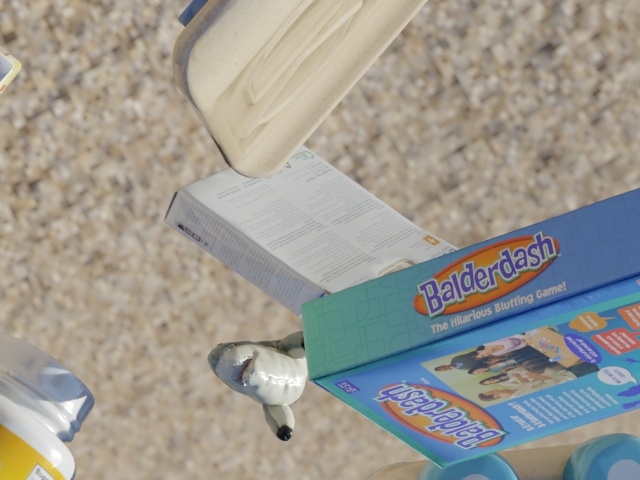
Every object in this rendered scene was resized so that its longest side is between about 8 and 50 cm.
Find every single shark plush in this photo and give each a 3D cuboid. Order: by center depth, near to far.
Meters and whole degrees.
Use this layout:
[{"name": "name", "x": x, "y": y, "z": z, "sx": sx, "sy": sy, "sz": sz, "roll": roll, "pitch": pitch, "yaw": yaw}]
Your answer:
[{"name": "shark plush", "x": -0.040, "y": 0.078, "z": 1.319, "sx": 0.161, "sy": 0.067, "sz": 0.073, "roll": -79, "pitch": -175, "yaw": -77}]

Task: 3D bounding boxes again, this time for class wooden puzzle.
[{"name": "wooden puzzle", "x": 0.011, "y": -0.208, "z": 1.400, "sx": 0.322, "sy": 0.080, "sz": 0.348, "roll": -50, "pitch": 170, "yaw": -3}]

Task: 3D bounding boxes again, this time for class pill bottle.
[{"name": "pill bottle", "x": -0.239, "y": 0.170, "z": 1.251, "sx": 0.215, "sy": 0.117, "sz": 0.117, "roll": -57, "pitch": 166, "yaw": -21}]

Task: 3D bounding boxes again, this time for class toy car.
[{"name": "toy car", "x": 0.143, "y": 0.271, "z": 1.408, "sx": 0.210, "sy": 0.238, "sz": 0.219, "roll": -3, "pitch": 171, "yaw": -13}]

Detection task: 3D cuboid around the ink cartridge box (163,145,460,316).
[{"name": "ink cartridge box", "x": 0.000, "y": 0.000, "z": 1.817, "sx": 0.223, "sy": 0.224, "sz": 0.045, "roll": -27, "pitch": 146, "yaw": -57}]

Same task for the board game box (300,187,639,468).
[{"name": "board game box", "x": 0.119, "y": 0.048, "z": 0.985, "sx": 0.210, "sy": 0.047, "sz": 0.160, "roll": -20, "pitch": 149, "yaw": 21}]

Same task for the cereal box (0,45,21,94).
[{"name": "cereal box", "x": -0.309, "y": -0.104, "z": 1.047, "sx": 0.173, "sy": 0.240, "sz": 0.047, "roll": -52, "pitch": -175, "yaw": 2}]
